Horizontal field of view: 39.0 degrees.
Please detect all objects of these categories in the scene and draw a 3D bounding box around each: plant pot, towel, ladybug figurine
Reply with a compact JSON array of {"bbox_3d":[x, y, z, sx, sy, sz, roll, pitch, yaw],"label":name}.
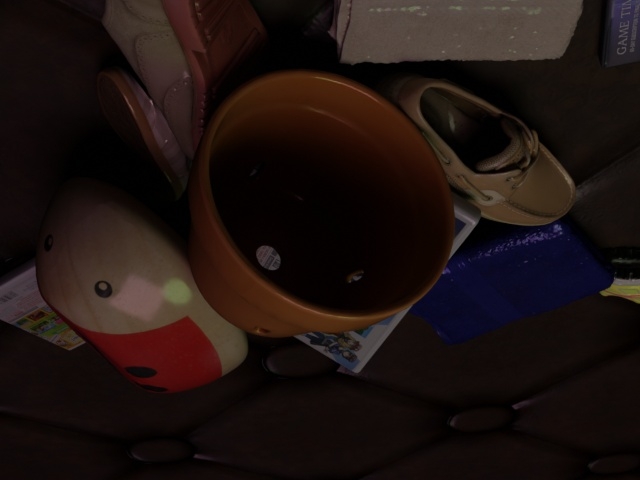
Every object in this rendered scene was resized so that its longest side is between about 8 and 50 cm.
[{"bbox_3d":[-0.027,-0.016,1.013,0.291,0.291,0.203,12,151,-22],"label":"plant pot"},{"bbox_3d":[0.153,-0.270,0.974,0.282,0.049,0.187,-1,146,-6],"label":"towel"},{"bbox_3d":[-0.248,0.086,1.220,0.305,0.162,0.449,34,162,22],"label":"ladybug figurine"},{"bbox_3d":[0.275,0.051,1.411,0.308,0.076,0.227,-24,138,29],"label":"towel"}]

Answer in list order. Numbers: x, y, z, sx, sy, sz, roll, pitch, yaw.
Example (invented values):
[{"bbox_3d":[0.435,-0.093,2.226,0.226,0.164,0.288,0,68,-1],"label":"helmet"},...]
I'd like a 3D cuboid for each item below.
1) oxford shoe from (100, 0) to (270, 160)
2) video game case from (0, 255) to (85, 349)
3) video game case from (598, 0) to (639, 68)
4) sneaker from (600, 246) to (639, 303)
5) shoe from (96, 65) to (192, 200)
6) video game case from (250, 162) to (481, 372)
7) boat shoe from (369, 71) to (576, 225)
[{"bbox_3d":[-0.149,-0.217,0.979,0.146,0.140,0.397,26,152,12],"label":"oxford shoe"},{"bbox_3d":[-0.404,0.093,1.442,0.227,0.026,0.206,-26,139,27],"label":"video game case"},{"bbox_3d":[0.453,-0.290,0.997,0.274,0.026,0.196,-8,145,7],"label":"video game case"},{"bbox_3d":[0.545,0.063,1.463,0.208,0.081,0.094,8,145,3],"label":"sneaker"},{"bbox_3d":[-0.211,-0.139,1.116,0.076,0.058,0.219,27,154,30],"label":"shoe"},{"bbox_3d":[0.000,0.000,1.197,0.300,0.036,0.329,31,128,-2],"label":"video game case"},{"bbox_3d":[0.210,-0.102,1.121,0.341,0.122,0.110,22,174,-31],"label":"boat shoe"}]
